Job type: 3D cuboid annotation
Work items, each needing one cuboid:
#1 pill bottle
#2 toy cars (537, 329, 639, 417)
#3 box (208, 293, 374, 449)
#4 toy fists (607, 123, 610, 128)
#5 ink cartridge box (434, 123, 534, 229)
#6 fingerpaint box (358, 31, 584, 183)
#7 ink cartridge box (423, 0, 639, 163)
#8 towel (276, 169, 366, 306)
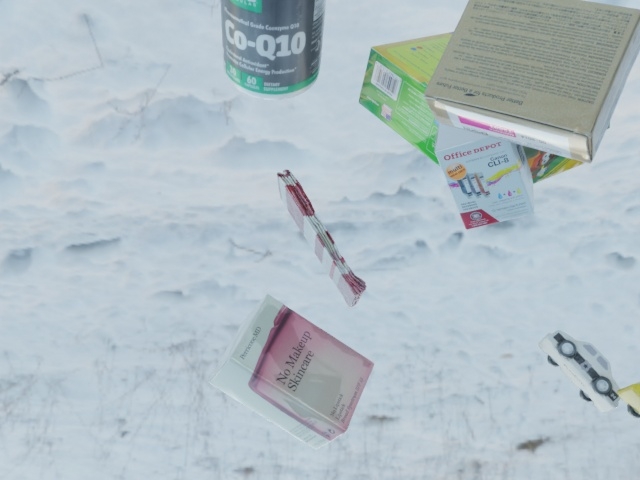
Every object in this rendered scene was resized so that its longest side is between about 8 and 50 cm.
[{"bbox_3d":[-0.089,-0.466,1.327,0.204,0.204,0.361,1,140,-3],"label":"pill bottle"},{"bbox_3d":[0.584,0.281,1.330,0.087,0.393,0.176,-37,121,-11],"label":"toy cars"},{"bbox_3d":[-0.049,0.229,1.220,0.232,0.149,0.127,33,143,-6],"label":"box"},{"bbox_3d":[0.487,-0.300,1.401,0.096,0.279,0.142,22,149,-26],"label":"toy fists"},{"bbox_3d":[0.292,-0.136,1.242,0.128,0.127,0.176,-14,122,25],"label":"ink cartridge box"},{"bbox_3d":[0.376,-0.314,1.661,0.371,0.445,0.163,-21,140,-33],"label":"fingerpaint box"},{"bbox_3d":[0.290,-0.232,0.960,0.234,0.193,0.088,22,171,28],"label":"ink cartridge box"},{"bbox_3d":[0.000,0.000,1.632,0.037,0.329,0.237,-31,171,-8],"label":"towel"}]
